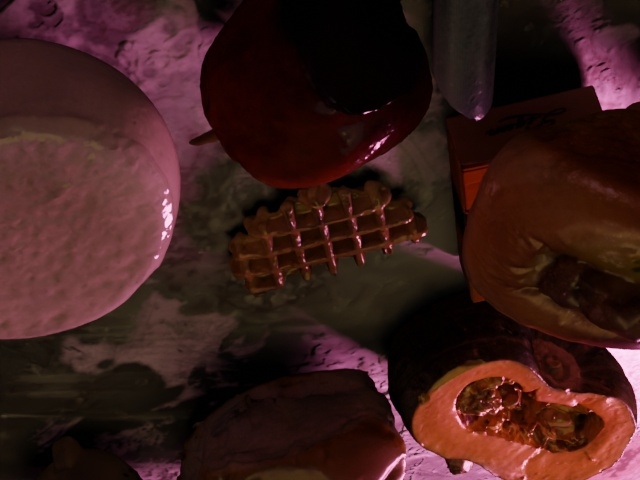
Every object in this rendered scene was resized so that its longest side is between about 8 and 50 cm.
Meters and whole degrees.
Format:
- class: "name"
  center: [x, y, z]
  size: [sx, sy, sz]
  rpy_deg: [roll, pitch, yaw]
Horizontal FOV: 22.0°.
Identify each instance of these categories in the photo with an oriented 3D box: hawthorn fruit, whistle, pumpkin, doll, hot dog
- class: "hawthorn fruit"
  center: [-0.021, -0.129, 1.419]
  size: [0.189, 0.190, 0.251]
  rpy_deg: [26, 131, -38]
- class: "whistle"
  center: [0.128, -0.228, 1.440]
  size: [0.062, 0.062, 0.312]
  rpy_deg: [-9, 142, -5]
- class: "pumpkin"
  center: [0.206, 0.184, 1.903]
  size: [0.317, 0.139, 0.222]
  rpy_deg: [21, 128, -36]
- class: "doll"
  center: [-0.253, 0.355, 1.945]
  size: [0.161, 0.177, 0.261]
  rpy_deg: [-17, 144, 11]
- class: "hot dog"
  center: [0.340, -0.015, 1.546]
  size: [0.405, 0.223, 0.185]
  rpy_deg: [-16, 135, -34]

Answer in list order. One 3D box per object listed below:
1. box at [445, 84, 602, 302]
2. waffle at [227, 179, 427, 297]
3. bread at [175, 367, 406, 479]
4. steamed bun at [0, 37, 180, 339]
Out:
- class: "box"
  center: [0.214, -0.043, 1.686]
  size: [0.152, 0.070, 0.237]
  rpy_deg: [-13, 140, -1]
- class: "waffle"
  center: [0.000, 0.000, 1.692]
  size: [0.160, 0.046, 0.192]
  rpy_deg: [25, 128, -37]
- class: "bread"
  center: [-0.041, 0.276, 1.873]
  size: [0.250, 0.225, 0.279]
  rpy_deg: [-5, 136, -13]
- class: "steamed bun"
  center: [-0.266, -0.058, 1.435]
  size: [0.282, 0.177, 0.283]
  rpy_deg: [-10, 137, -10]
